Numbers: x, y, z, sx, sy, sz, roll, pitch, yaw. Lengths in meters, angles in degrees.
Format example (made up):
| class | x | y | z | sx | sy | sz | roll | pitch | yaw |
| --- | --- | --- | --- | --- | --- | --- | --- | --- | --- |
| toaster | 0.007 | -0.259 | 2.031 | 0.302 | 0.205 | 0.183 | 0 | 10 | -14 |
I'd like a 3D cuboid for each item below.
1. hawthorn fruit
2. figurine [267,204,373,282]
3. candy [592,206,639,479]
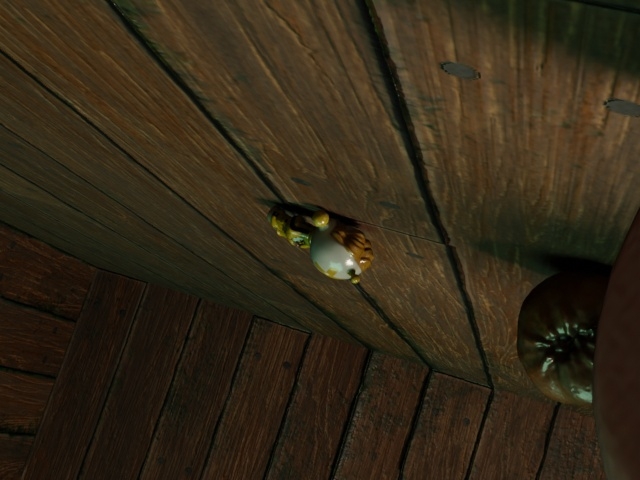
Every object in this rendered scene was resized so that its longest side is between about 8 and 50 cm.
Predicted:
| class | x | y | z | sx | sy | sz | roll | pitch | yaw |
| --- | --- | --- | --- | --- | --- | --- | --- | --- | --- |
| hawthorn fruit | 0.287 | 0.112 | 1.034 | 0.149 | 0.149 | 0.189 | 10 | 164 | 40 |
| figurine | -0.002 | -0.003 | 1.184 | 0.143 | 0.068 | 0.101 | 34 | 165 | 7 |
| candy | 0.221 | 0.030 | 0.417 | 0.094 | 0.255 | 0.255 | 19 | 171 | -16 |
